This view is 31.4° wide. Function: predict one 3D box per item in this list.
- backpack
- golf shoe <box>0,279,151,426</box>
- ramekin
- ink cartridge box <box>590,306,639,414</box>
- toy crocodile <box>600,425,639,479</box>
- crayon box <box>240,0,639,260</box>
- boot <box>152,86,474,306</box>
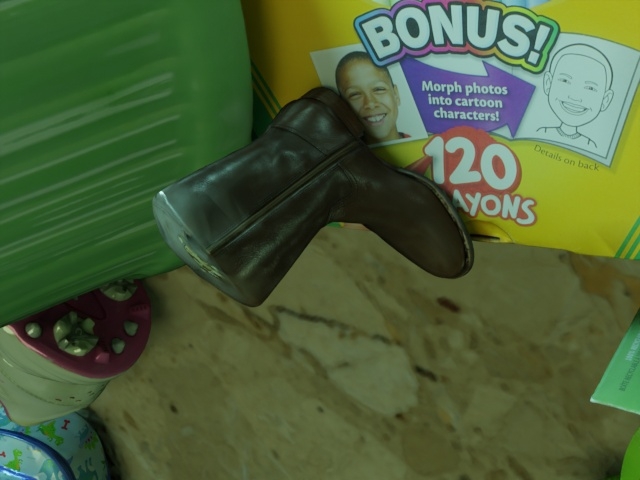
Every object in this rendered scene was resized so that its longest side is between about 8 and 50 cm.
[{"bbox_3d":[-0.199,0.173,0.796,0.105,0.084,0.114,10,119,23],"label":"backpack"},{"bbox_3d":[-0.251,0.001,0.707,0.306,0.115,0.140,43,134,3],"label":"golf shoe"},{"bbox_3d":[-0.184,-0.095,0.524,0.303,0.148,0.303,31,136,36],"label":"ramekin"},{"bbox_3d":[0.225,0.038,0.444,0.209,0.109,0.062,12,123,25],"label":"ink cartridge box"},{"bbox_3d":[0.204,0.223,0.580,0.115,0.105,0.340,-138,29,-62],"label":"toy crocodile"},{"bbox_3d":[0.075,-0.088,0.474,0.278,0.081,0.165,7,121,28],"label":"crayon box"},{"bbox_3d":[0.000,0.000,0.443,0.106,0.114,0.037,44,131,1],"label":"boot"}]
